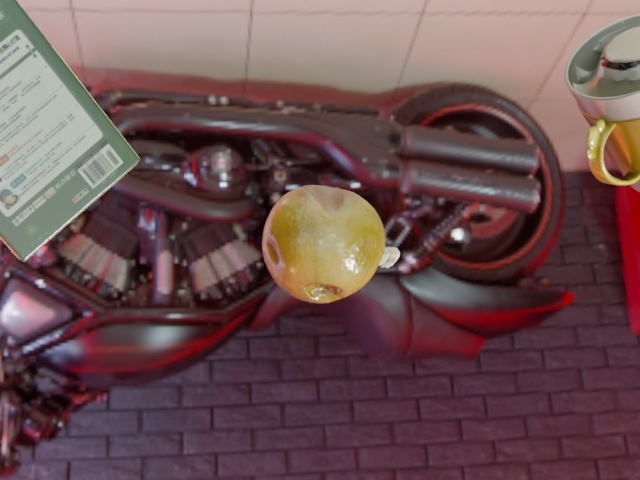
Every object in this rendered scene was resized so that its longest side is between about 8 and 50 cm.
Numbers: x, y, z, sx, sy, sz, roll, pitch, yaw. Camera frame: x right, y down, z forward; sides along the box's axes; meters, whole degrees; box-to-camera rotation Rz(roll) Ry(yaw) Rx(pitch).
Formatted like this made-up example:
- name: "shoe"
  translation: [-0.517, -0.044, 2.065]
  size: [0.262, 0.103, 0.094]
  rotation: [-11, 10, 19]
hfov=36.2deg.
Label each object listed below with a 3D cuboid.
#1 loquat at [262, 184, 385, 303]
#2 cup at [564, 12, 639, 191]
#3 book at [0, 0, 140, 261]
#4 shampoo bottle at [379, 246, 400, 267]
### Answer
- name: "loquat"
  translation: [0.005, -0.002, 1.661]
  size: [0.213, 0.213, 0.213]
  rotation: [-4, 158, -2]
- name: "cup"
  translation: [0.452, -0.170, 1.383]
  size: [0.185, 0.241, 0.226]
  rotation: [17, 152, 49]
- name: "book"
  translation: [-0.373, -0.136, 1.194]
  size: [0.264, 0.202, 0.027]
  rotation: [54, 161, -26]
- name: "shampoo bottle"
  translation: [0.119, 0.032, 1.905]
  size: [0.049, 0.034, 0.141]
  rotation: [-30, 170, 13]
